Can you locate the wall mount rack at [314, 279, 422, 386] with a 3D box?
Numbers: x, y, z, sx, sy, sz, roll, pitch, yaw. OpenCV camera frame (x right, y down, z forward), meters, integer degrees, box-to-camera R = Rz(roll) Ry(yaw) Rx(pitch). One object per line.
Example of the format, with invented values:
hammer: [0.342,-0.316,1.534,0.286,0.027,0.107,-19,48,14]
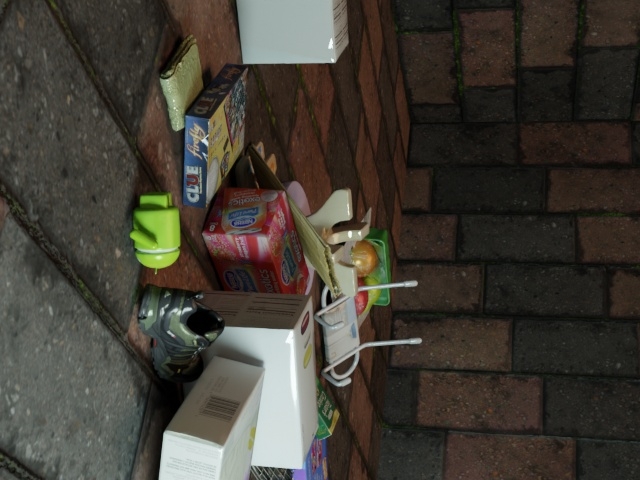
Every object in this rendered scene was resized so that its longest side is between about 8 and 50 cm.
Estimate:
wall mount rack: [0.127,0.243,2.709,0.304,0.130,0.350,-28,128,-30]

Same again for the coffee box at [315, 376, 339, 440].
coffee box: [-0.022,0.373,2.328,0.184,0.040,0.113,60,18,-8]

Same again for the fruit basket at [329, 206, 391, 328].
fruit basket: [0.090,0.123,2.851,0.353,0.165,0.327,-49,140,-47]

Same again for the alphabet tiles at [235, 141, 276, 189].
alphabet tiles: [-0.132,-0.052,2.011,0.278,0.021,0.284,-64,152,-57]

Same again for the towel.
towel: [-0.221,-0.254,1.568,0.148,0.027,0.110,-75,163,-50]

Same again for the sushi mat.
sushi mat: [-0.052,-0.042,1.849,0.316,0.019,0.151,53,-14,37]

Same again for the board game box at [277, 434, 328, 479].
board game box: [-0.041,0.625,2.355,0.233,0.078,0.347,-50,139,-71]

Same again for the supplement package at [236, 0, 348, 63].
supplement package: [-0.054,-0.468,1.927,0.149,0.194,0.203,-64,153,-61]

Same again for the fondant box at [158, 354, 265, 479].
fondant box: [-0.177,0.382,1.519,0.238,0.096,0.330,-60,162,-66]

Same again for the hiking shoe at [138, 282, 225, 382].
hiking shoe: [-0.200,0.153,1.492,0.227,0.114,0.086,75,20,-52]

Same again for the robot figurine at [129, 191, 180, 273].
robot figurine: [-0.238,-0.012,1.415,0.101,0.067,0.115,-69,158,-79]

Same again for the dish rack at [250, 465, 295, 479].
dish rack: [-0.097,0.380,2.001,0.208,0.074,0.272,59,34,-35]

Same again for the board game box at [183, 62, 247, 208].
board game box: [-0.178,-0.185,1.671,0.243,0.042,0.165,-69,168,-58]

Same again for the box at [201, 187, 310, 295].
box: [-0.114,0.032,1.813,0.257,0.128,0.123,75,26,-46]

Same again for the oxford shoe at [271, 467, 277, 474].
oxford shoe: [-0.096,0.413,2.153,0.076,0.076,0.212,31,55,-44]

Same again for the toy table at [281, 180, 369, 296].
toy table: [0.000,0.000,2.238,0.252,0.160,0.274,-56,141,-55]

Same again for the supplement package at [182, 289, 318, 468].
supplement package: [-0.119,0.235,1.666,0.145,0.203,0.262,-58,148,-66]
